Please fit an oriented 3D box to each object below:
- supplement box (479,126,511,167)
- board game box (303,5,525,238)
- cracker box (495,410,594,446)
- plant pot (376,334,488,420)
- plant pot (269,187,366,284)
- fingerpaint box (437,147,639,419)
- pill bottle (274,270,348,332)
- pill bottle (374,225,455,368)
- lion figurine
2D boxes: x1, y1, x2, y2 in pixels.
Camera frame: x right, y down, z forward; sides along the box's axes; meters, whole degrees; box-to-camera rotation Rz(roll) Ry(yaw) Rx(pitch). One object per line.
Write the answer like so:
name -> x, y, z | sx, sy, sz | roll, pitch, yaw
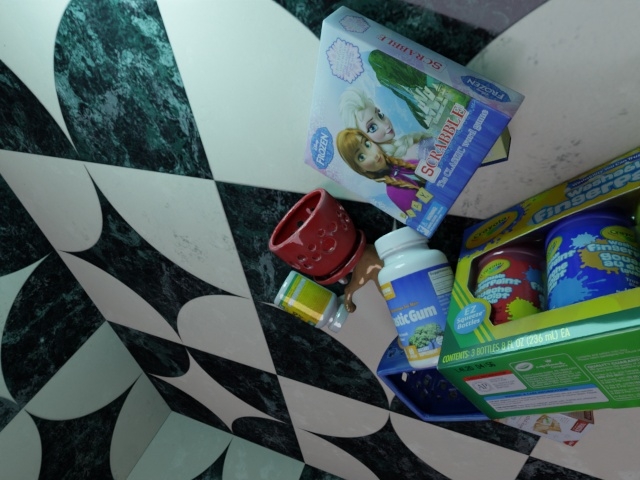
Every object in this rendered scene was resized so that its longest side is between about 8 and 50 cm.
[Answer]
supplement box -> 0.290, -0.187, 0.698 | 0.056, 0.083, 0.083 | -11, 124, 36
board game box -> 0.127, -0.187, 0.720 | 0.318, 0.066, 0.318 | 33, 149, 12
cracker box -> 0.640, 0.504, 1.173 | 0.232, 0.067, 0.155 | 12, 135, 17
plant pot -> 0.324, 0.320, 1.064 | 0.236, 0.212, 0.236 | -26, 114, 42
plant pot -> 0.000, 0.000, 0.955 | 0.174, 0.191, 0.191 | 43, 136, -18
fingerpaint box -> 0.436, 0.055, 0.637 | 0.163, 0.371, 0.445 | 44, 136, -14
pill bottle -> -0.022, 0.188, 1.196 | 0.208, 0.117, 0.117 | 29, 137, 0
pill bottle -> 0.211, 0.111, 0.838 | 0.152, 0.152, 0.272 | -33, 71, 44
lion figurine -> 0.188, 0.108, 0.995 | 0.392, 0.142, 0.240 | 29, 125, 9
